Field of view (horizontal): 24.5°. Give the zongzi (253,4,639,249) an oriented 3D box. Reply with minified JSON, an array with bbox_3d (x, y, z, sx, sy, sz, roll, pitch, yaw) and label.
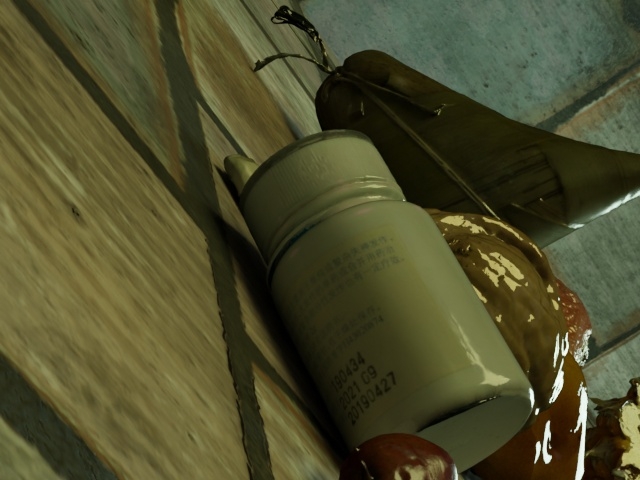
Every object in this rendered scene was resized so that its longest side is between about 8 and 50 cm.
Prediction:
[{"bbox_3d":[0.179,-0.163,1.878,0.447,0.418,0.181,64,6,15],"label":"zongzi"}]

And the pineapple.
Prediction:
[{"bbox_3d":[0.400,0.392,2.014,0.209,0.286,0.344,-10,66,-32],"label":"pineapple"}]

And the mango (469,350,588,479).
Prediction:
[{"bbox_3d":[0.196,0.169,1.563,0.136,0.166,0.236,11,1,37],"label":"mango"}]

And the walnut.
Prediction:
[{"bbox_3d":[0.118,0.076,1.282,0.245,0.198,0.198,60,5,-35],"label":"walnut"}]

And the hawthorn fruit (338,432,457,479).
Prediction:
[{"bbox_3d":[0.043,0.161,0.936,0.093,0.081,0.081,16,39,-53],"label":"hawthorn fruit"}]

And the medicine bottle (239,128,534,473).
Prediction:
[{"bbox_3d":[0.043,0.049,1.115,0.258,0.143,0.143,62,10,27],"label":"medicine bottle"}]

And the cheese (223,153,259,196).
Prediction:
[{"bbox_3d":[-0.003,0.000,1.435,0.085,0.034,0.400,56,7,20],"label":"cheese"}]

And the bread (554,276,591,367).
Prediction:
[{"bbox_3d":[0.245,0.159,1.778,0.123,0.190,0.244,26,25,12],"label":"bread"}]
